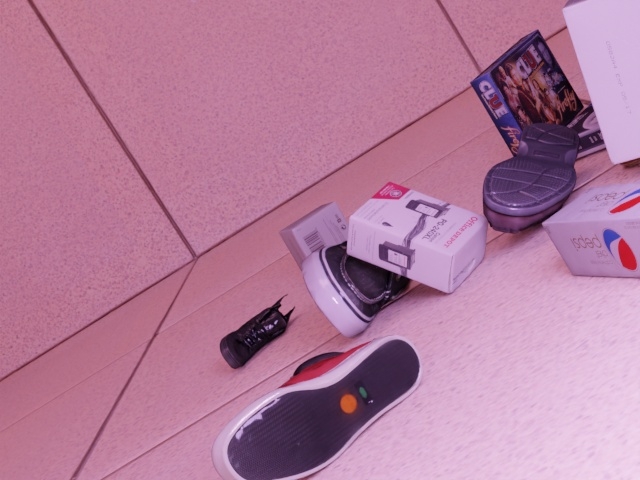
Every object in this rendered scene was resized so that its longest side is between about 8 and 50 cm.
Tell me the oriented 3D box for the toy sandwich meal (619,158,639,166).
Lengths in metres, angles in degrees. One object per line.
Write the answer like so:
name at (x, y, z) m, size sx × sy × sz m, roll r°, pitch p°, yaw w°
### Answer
toy sandwich meal at (0.416, -0.124, 1.610) m, size 0.085 × 0.029 × 0.085 m, roll -32°, pitch 8°, yaw 5°

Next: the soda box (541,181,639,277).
soda box at (0.303, -0.011, 1.211) m, size 0.074 × 0.069 × 0.216 m, roll -34°, pitch 7°, yaw -13°

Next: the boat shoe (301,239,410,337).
boat shoe at (0.063, 0.032, 1.691) m, size 0.119 × 0.121 × 0.335 m, roll -35°, pitch 5°, yaw 15°

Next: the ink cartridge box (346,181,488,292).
ink cartridge box at (0.126, -0.005, 1.588) m, size 0.150 × 0.063 × 0.109 m, roll 21°, pitch 38°, yaw 24°

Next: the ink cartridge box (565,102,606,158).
ink cartridge box at (0.428, -0.183, 1.886) m, size 0.206 × 0.045 × 0.208 m, roll -38°, pitch 9°, yaw -35°

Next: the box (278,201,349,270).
box at (0.000, 0.000, 2.219) m, size 0.102 × 0.101 × 0.087 m, roll -33°, pitch 7°, yaw -18°

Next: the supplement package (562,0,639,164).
supplement package at (0.434, -0.244, 1.543) m, size 0.198 × 0.199 × 0.263 m, roll -16°, pitch 13°, yaw 21°

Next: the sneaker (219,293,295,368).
sneaker at (-0.094, 0.138, 1.917) m, size 0.089 × 0.051 × 0.170 m, roll -35°, pitch 3°, yaw 16°

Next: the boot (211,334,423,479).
boot at (-0.030, 0.181, 1.288) m, size 0.244 × 0.088 × 0.176 m, roll -28°, pitch 4°, yaw -31°

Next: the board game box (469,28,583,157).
board game box at (0.356, -0.247, 2.121) m, size 0.042 × 0.165 × 0.243 m, roll -26°, pitch 11°, yaw 38°

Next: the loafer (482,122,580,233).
loafer at (0.282, -0.064, 1.637) m, size 0.109 × 0.095 × 0.302 m, roll 13°, pitch 29°, yaw 17°
